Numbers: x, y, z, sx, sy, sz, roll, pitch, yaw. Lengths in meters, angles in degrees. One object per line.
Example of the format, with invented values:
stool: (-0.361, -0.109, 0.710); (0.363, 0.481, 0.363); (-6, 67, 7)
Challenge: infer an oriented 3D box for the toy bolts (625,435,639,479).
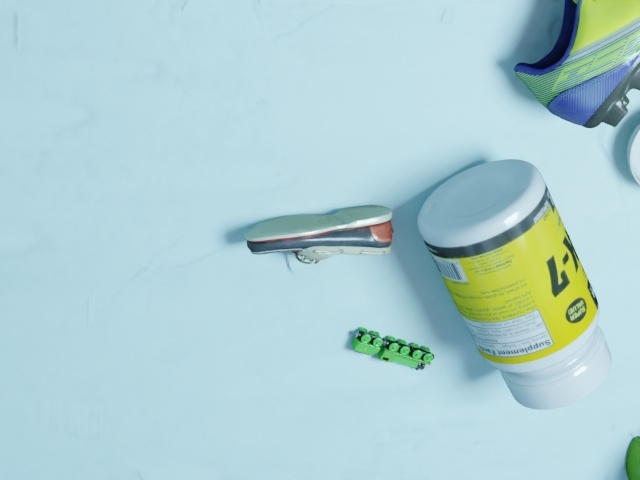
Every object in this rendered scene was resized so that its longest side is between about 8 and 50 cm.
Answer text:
toy bolts: (0.448, 0.274, 1.551); (0.229, 0.158, 0.218); (-18, 114, -10)

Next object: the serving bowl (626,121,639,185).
serving bowl: (0.318, -0.085, 1.449); (0.083, 0.027, 0.083); (-6, 111, -15)

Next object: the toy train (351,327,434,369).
toy train: (0.067, 0.102, 1.450); (0.083, 0.017, 0.023); (19, 113, -22)

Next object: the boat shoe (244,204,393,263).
boat shoe: (0.000, 0.000, 1.376); (0.137, 0.049, 0.043); (-9, 114, -19)

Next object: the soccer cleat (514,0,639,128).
soccer cleat: (0.270, -0.233, 1.335); (0.121, 0.093, 0.289); (31, 106, 3)

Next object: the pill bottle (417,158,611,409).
pill bottle: (0.179, 0.042, 1.405); (0.119, 0.119, 0.208); (-30, 116, -4)
